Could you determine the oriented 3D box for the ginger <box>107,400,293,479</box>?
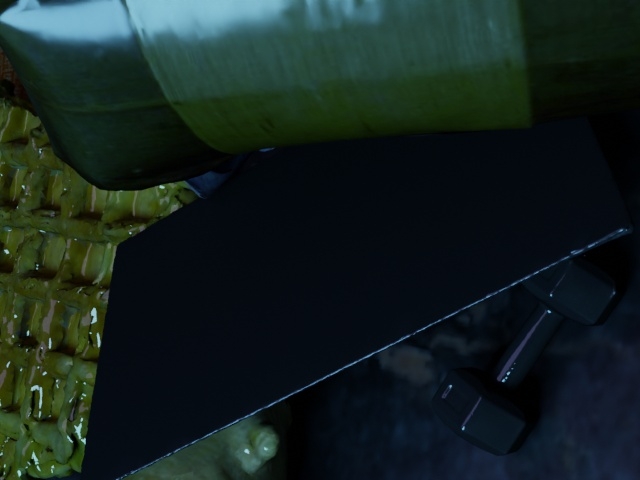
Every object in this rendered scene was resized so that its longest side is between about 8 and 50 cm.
[{"bbox_3d":[-0.096,0.253,0.431,0.348,0.122,0.363,-61,27,18],"label":"ginger"}]

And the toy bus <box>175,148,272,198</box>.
[{"bbox_3d":[-0.025,-0.101,0.557,0.172,0.057,0.072,-50,31,-14],"label":"toy bus"}]

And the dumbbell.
[{"bbox_3d":[0.078,0.040,0.412,0.083,0.040,0.036,-58,8,8],"label":"dumbbell"}]

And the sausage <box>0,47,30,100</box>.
[{"bbox_3d":[-0.219,-0.128,0.820,0.083,0.083,0.264,-32,49,35],"label":"sausage"}]

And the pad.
[{"bbox_3d":[0.000,0.000,0.469,0.245,0.006,0.170,-28,34,17],"label":"pad"}]

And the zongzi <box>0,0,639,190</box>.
[{"bbox_3d":[0.029,-0.172,0.463,0.289,0.154,0.317,-4,48,8],"label":"zongzi"}]

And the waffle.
[{"bbox_3d":[-0.160,0.008,0.658,0.291,0.051,0.291,-11,73,39],"label":"waffle"}]
